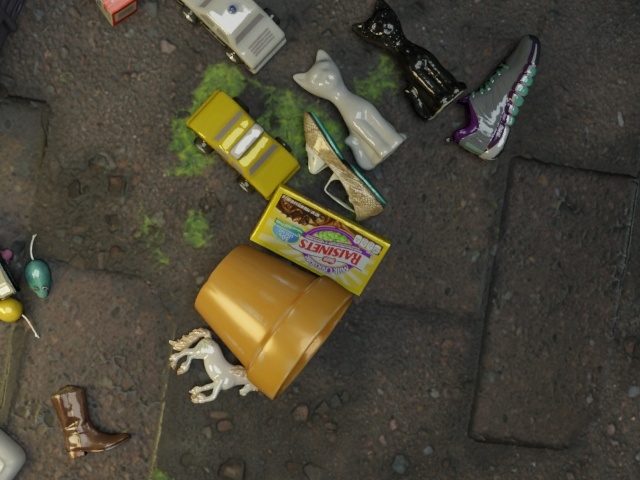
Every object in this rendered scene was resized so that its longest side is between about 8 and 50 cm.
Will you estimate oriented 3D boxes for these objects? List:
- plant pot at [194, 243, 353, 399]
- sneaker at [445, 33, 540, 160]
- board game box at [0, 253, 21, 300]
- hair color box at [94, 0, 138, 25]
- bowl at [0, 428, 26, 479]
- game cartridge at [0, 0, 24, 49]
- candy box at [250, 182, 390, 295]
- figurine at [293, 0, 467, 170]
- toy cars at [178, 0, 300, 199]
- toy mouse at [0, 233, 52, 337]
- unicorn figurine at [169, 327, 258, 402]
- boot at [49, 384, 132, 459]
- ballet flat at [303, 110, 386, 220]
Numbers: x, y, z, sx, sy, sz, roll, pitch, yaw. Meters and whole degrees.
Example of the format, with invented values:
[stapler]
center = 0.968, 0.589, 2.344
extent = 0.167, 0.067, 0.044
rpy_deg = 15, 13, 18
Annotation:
[plant pot]
center = -0.083, 0.110, 1.534
extent = 0.188, 0.205, 0.205
rpy_deg = 37, 84, 7
[sneaker]
center = 0.288, -0.249, 1.642
extent = 0.098, 0.083, 0.223
rpy_deg = 22, 87, -6
[board game box]
center = -0.569, 0.065, 1.505
extent = 0.186, 0.026, 0.126
rpy_deg = -27, 95, 5
[hair color box]
center = -0.351, -0.421, 1.525
extent = 0.053, 0.093, 0.167
rpy_deg = -35, 95, -8
[bowl]
center = -0.545, 0.348, 1.519
extent = 0.142, 0.053, 0.142
rpy_deg = 41, 85, -7
[game cartridge]
center = -0.530, -0.237, 1.427
extent = 0.068, 0.230, 0.354
rpy_deg = 24, 87, -9
[candy box]
center = 0.000, 0.000, 1.605
extent = 0.206, 0.027, 0.105
rpy_deg = 27, 108, -10
[figurine]
center = 0.090, -0.257, 1.613
extent = 0.215, 0.092, 0.209
rpy_deg = -40, 89, -6
[toy cars]
center = -0.130, -0.257, 1.567
extent = 0.177, 0.087, 0.393
rpy_deg = -6, 91, -10
[toy mouse]
center = -0.476, 0.053, 1.538
extent = 0.161, 0.031, 0.143
rpy_deg = 29, 86, -9
[unicorn figurine]
center = -0.166, 0.210, 1.577
extent = 0.111, 0.060, 0.161
rpy_deg = -31, 96, -8
[boot]
center = -0.362, 0.277, 1.560
extent = 0.107, 0.037, 0.114
rpy_deg = -14, 88, -11
[ballet flat]
center = 0.022, -0.114, 1.606
extent = 0.067, 0.073, 0.206
rpy_deg = -39, 93, 7
